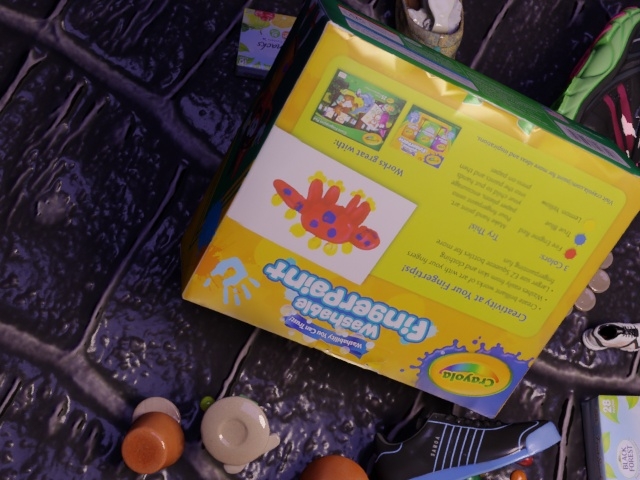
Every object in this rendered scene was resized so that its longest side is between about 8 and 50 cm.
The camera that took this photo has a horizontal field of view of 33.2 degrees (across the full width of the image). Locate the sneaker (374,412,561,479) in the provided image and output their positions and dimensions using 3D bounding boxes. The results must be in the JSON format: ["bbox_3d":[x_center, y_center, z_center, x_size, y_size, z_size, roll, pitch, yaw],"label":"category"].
[{"bbox_3d":[0.179,0.251,1.345,0.232,0.081,0.090,-19,77,4],"label":"sneaker"}]

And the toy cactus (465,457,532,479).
[{"bbox_3d":[0.175,0.353,1.390,0.180,0.112,0.219,16,69,16],"label":"toy cactus"}]

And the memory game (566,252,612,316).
[{"bbox_3d":[0.341,0.025,1.575,0.186,0.012,0.186,4,69,-9],"label":"memory game"}]

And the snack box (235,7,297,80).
[{"bbox_3d":[-0.052,-0.285,1.607,0.141,0.037,0.100,8,70,-7],"label":"snack box"}]

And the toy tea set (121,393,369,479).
[{"bbox_3d":[-0.089,0.299,1.363,0.336,0.124,0.200,42,98,3],"label":"toy tea set"}]

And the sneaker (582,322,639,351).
[{"bbox_3d":[0.432,0.136,1.533,0.109,0.044,0.040,-5,69,-14],"label":"sneaker"}]

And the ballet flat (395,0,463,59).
[{"bbox_3d":[0.165,-0.426,1.658,0.123,0.123,0.348,1,69,-10],"label":"ballet flat"}]

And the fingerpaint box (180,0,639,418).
[{"bbox_3d":[0.105,-0.032,1.311,0.445,0.163,0.371,22,111,-18],"label":"fingerpaint box"}]

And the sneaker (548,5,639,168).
[{"bbox_3d":[0.420,-0.142,1.555,0.202,0.185,0.483,34,66,5],"label":"sneaker"}]

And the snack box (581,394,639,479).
[{"bbox_3d":[0.471,0.303,1.463,0.207,0.070,0.174,2,70,-8],"label":"snack box"}]
